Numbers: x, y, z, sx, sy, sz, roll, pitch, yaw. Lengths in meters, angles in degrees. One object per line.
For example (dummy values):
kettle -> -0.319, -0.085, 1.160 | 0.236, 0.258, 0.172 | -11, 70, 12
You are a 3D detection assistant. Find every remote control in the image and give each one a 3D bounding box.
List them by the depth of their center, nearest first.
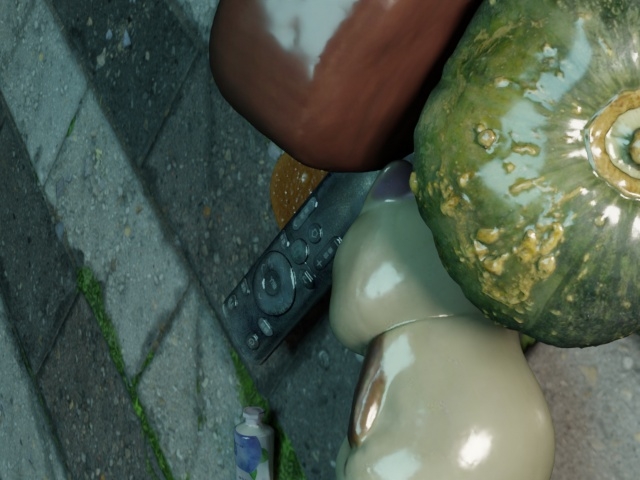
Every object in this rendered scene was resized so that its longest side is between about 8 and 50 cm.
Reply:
remote control -> 0.000, 0.000, 1.310 | 0.377, 0.044, 0.107 | -49, 52, 33

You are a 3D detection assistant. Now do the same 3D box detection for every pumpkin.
pumpkin -> 0.223, -0.077, 0.904 | 0.291, 0.257, 0.327 | 39, 98, 2

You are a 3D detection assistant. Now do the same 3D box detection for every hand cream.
hand cream -> -0.089, 0.289, 1.437 | 0.084, 0.053, 0.142 | 18, 110, 49

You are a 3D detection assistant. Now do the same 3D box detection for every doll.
doll -> 0.114, 0.126, 1.077 | 0.226, 0.215, 0.370 | -34, 58, 44

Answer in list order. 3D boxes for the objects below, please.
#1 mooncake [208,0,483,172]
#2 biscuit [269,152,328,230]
mooncake -> 0.058, -0.205, 1.000 | 0.174, 0.326, 0.334 | 39, 159, 25
biscuit -> 0.014, -0.061, 1.353 | 0.192, 0.036, 0.186 | -52, 52, 33
